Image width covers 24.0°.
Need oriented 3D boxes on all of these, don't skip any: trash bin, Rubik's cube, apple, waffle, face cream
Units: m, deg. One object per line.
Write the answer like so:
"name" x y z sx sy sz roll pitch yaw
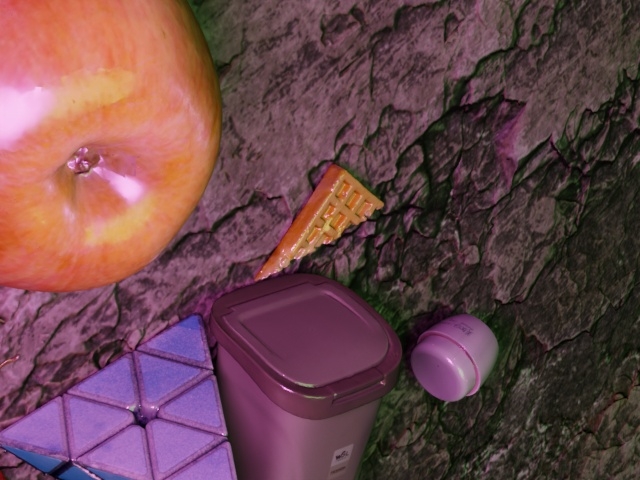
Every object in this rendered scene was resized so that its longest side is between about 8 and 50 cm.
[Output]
"trash bin" -0.034 0.212 1.974 0.219 0.219 0.250 -15 128 -37
"Rubik's cube" -0.215 0.257 1.859 0.233 0.228 0.229 -33 179 16
"apple" -0.281 -0.138 1.460 0.391 0.346 0.391 -23 129 -31
"waffle" 0.000 0.000 2.033 0.191 0.032 0.125 -56 141 -3
"face cream" 0.200 0.173 2.244 0.104 0.117 0.117 -38 132 -34

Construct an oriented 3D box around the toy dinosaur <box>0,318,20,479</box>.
"toy dinosaur" -0.410 0.163 1.655 0.206 0.113 0.327 -10 115 -41
